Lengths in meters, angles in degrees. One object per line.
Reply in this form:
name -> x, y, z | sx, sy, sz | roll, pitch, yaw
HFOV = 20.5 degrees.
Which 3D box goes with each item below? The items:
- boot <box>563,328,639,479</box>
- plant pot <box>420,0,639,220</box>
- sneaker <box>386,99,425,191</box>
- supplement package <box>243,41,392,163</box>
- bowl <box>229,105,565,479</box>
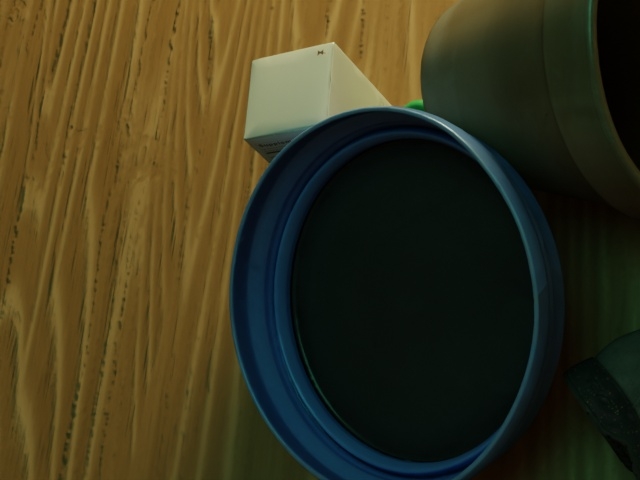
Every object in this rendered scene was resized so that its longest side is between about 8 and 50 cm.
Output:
boot -> 0.388, 0.175, 1.598 | 0.223, 0.118, 0.338 | -35, 56, 4
plant pot -> 0.263, -0.167, 1.762 | 0.280, 0.323, 0.323 | -7, 60, 47
sneaker -> 0.101, -0.012, 1.855 | 0.109, 0.123, 0.295 | -9, 67, 28
supplement package -> 0.007, -0.122, 1.940 | 0.105, 0.179, 0.105 | -9, 60, 27
bowl -> 0.074, 0.061, 1.765 | 0.391, 0.077, 0.391 | 2, 93, 40
